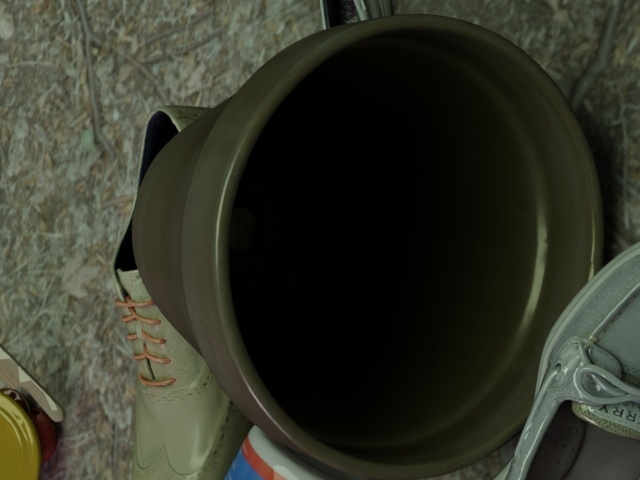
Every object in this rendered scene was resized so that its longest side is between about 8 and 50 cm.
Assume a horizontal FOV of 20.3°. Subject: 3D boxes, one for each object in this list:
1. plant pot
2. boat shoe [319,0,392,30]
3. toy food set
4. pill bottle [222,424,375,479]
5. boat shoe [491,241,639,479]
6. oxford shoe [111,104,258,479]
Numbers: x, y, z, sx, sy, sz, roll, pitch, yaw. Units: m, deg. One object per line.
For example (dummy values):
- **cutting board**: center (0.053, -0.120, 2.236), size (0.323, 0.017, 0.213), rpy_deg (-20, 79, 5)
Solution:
- **plant pot**: center (0.000, 0.000, 1.338), size (0.280, 0.323, 0.323), rpy_deg (4, 81, 58)
- **boat shoe**: center (0.033, -0.145, 1.482), size (0.066, 0.063, 0.184), rpy_deg (-17, 67, 38)
- **toy food set**: center (-0.308, 0.203, 1.698), size (0.128, 0.071, 0.218), rpy_deg (35, 106, 17)
- **pill bottle**: center (-0.048, 0.263, 1.404), size (0.124, 0.124, 0.221), rpy_deg (37, 104, 41)
- **boat shoe**: center (0.185, 0.148, 1.211), size (0.320, 0.118, 0.103), rpy_deg (-60, 12, 16)
- **oxford shoe**: center (-0.127, 0.079, 1.506), size (0.140, 0.146, 0.397), rpy_deg (-5, 76, 40)
